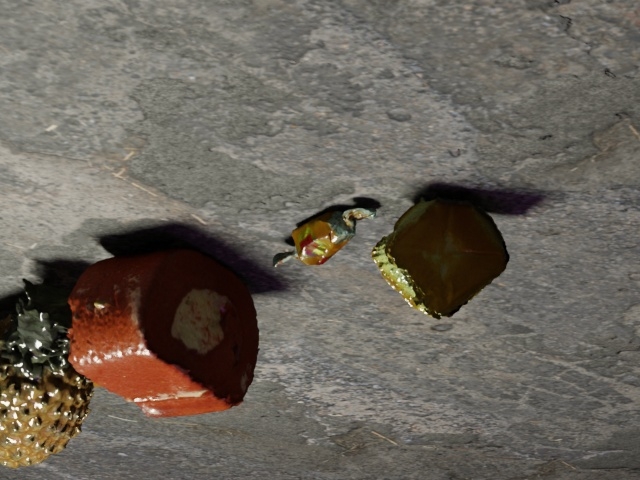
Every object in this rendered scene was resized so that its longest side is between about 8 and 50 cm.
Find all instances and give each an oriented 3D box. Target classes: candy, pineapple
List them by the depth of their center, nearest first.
[{"bbox_3d":[0.000,0.000,1.802,0.053,0.046,0.182,14,153,-32],"label":"candy"},{"bbox_3d":[-0.400,0.170,2.074,0.202,0.202,0.362,8,150,-14],"label":"pineapple"}]

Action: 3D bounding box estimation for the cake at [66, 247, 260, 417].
[{"bbox_3d":[-0.197,0.114,1.933,0.151,0.177,0.283,-11,149,30],"label":"cake"}]

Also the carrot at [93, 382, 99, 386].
[{"bbox_3d":[-0.303,0.197,2.289,0.069,0.069,0.336,17,156,-33],"label":"carrot"}]

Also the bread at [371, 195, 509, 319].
[{"bbox_3d":[0.139,0.014,1.723,0.128,0.140,0.069,51,166,-6],"label":"bread"}]
